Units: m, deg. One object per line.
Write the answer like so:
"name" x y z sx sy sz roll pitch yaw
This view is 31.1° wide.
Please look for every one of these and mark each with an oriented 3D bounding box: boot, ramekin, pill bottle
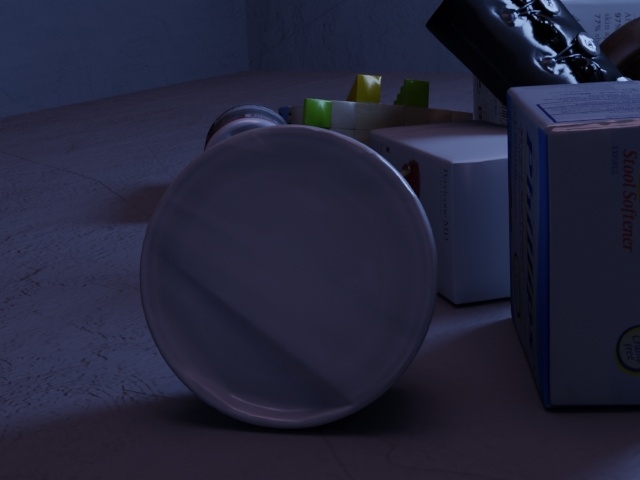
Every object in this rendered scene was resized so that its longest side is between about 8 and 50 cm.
"boot" 0.397 -0.199 1.588 0.445 0.146 0.367 49 36 18
"ramekin" -0.020 0.030 1.066 0.273 0.273 0.127 0 2 13
"pill bottle" -0.121 -0.148 1.977 0.161 0.161 0.283 -4 13 -3

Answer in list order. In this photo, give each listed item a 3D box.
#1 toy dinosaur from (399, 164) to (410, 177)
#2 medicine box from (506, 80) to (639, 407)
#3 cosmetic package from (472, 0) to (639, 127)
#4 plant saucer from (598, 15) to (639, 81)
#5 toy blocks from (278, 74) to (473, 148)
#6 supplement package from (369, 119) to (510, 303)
"toy dinosaur" 0.000 0.000 1.437 0.268 0.118 0.064 -25 -41 28
"medicine box" 0.272 -0.010 1.132 0.149 0.263 0.289 -2 14 4
"cosmetic package" 0.484 -0.252 1.927 0.394 0.329 0.327 -4 13 -7
"plant saucer" 0.529 -0.185 1.699 0.310 0.310 0.050 1 21 13
"toy blocks" 0.093 -0.197 2.154 0.381 0.191 0.261 2 2 -24
"supplement package" 0.192 -0.047 1.476 0.175 0.177 0.293 -6 14 -16
